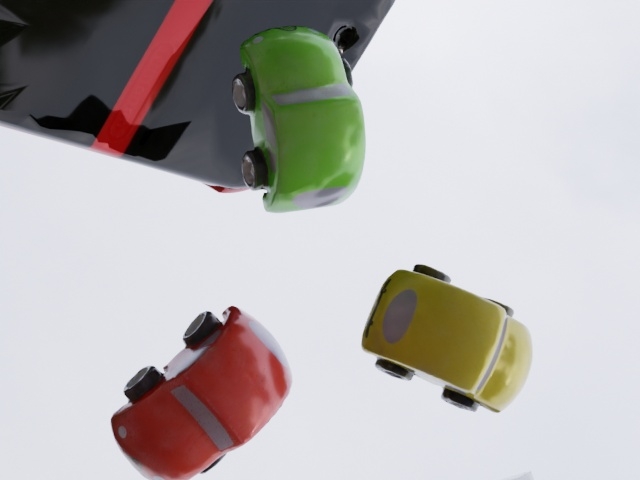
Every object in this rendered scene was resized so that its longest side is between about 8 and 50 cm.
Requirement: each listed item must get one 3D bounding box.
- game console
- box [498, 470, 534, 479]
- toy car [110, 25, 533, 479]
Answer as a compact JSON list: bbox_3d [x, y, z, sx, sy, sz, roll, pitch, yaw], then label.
[{"bbox_3d":[-0.059,-0.220,1.233,0.060,0.342,0.386,42,-73,40],"label":"game console"},{"bbox_3d":[0.112,0.220,1.293,0.087,0.102,0.101,-22,-97,18],"label":"box"},{"bbox_3d":[0.000,0.000,0.975,0.053,0.239,0.225,180,-99,-69],"label":"toy car"}]
